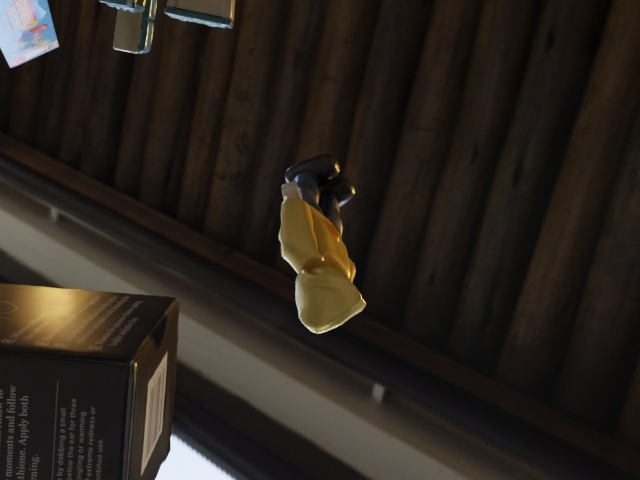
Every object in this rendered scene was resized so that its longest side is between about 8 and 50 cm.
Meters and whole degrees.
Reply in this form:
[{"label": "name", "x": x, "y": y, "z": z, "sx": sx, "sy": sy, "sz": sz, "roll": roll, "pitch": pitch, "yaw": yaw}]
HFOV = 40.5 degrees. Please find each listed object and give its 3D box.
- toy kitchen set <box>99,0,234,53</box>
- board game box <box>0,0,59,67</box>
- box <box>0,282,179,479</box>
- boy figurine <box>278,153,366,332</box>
[{"label": "toy kitchen set", "x": -0.191, "y": -0.294, "z": 1.130, "sx": 0.166, "sy": 0.207, "sz": 0.122, "roll": 10, "pitch": -78, "yaw": -4}, {"label": "board game box", "x": -0.495, "y": -0.435, "z": 1.240, "sx": 0.301, "sy": 0.086, "sz": 0.308, "roll": 62, "pitch": -13, "yaw": -3}, {"label": "box", "x": -0.370, "y": 0.171, "z": 0.919, "sx": 0.396, "sy": 0.293, "sz": 0.211, "roll": 5, "pitch": -83, "yaw": -1}, {"label": "boy figurine", "x": 0.000, "y": 0.000, "z": 1.150, "sx": 0.092, "sy": 0.285, "sz": 0.177, "roll": -25, "pitch": -55, "yaw": 14}]
